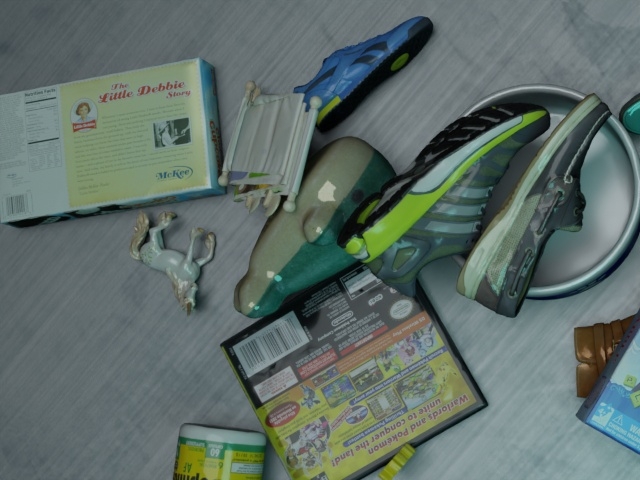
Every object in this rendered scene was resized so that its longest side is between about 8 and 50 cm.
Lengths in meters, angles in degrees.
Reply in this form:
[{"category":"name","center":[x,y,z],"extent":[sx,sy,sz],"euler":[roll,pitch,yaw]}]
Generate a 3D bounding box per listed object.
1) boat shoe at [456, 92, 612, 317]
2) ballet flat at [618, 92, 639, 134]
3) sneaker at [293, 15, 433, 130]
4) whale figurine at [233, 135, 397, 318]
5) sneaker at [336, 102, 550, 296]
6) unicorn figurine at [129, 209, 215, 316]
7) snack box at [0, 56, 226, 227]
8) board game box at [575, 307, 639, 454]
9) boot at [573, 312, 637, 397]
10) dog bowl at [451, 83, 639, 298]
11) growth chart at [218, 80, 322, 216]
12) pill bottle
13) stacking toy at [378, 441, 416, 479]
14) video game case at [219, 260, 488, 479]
[{"category":"boat shoe","center":[0.269,-0.038,1.731],"extent":[0.092,0.103,0.285],"euler":[34,96,12]},{"category":"ballet flat","center":[0.469,-0.184,1.818],"extent":[0.203,0.074,0.074],"euler":[-17,78,13]},{"category":"sneaker","center":[0.053,-0.240,1.944],"extent":[0.209,0.069,0.082],"euler":[-40,70,8]},{"category":"whale figurine","center":[0.000,0.000,1.869],"extent":[0.141,0.216,0.272],"euler":[36,84,-9]},{"category":"sneaker","center":[0.164,-0.055,1.767],"extent":[0.300,0.111,0.121],"euler":[-39,109,-2]},{"category":"unicorn figurine","center":[-0.195,0.028,1.992],"extent":[0.162,0.060,0.111],"euler":[26,91,34]},{"category":"snack box","center":[-0.298,-0.134,2.036],"extent":[0.322,0.060,0.187],"euler":[-8,81,15]},{"category":"board game box","center":[0.518,0.153,1.710],"extent":[0.319,0.066,0.318],"euler":[29,92,0]},{"category":"boot","center":[0.389,0.109,1.799],"extent":[0.152,0.073,0.197],"euler":[1,80,21]},{"category":"dog bowl","center":[0.274,-0.058,1.836],"extent":[0.265,0.104,0.265],"euler":[-2,82,16]},{"category":"growth chart","center":[-0.071,-0.118,1.881],"extent":[0.237,0.021,0.172],"euler":[19,91,61]},{"category":"pill bottle","center":[-0.138,0.347,1.895],"extent":[0.118,0.117,0.208],"euler":[6,85,17]},{"category":"stacking toy","center":[0.098,0.390,1.847],"extent":[0.167,0.052,0.221],"euler":[42,101,7]},{"category":"video game case","center":[0.040,0.175,1.910],"extent":[0.275,0.035,0.248],"euler":[-31,75,9]}]
